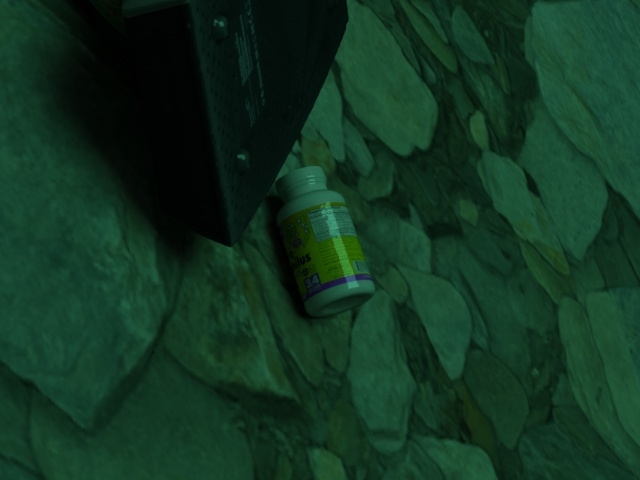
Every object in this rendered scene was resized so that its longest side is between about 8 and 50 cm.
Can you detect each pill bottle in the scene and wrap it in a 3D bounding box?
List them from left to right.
[{"bbox_3d":[0.000,0.000,1.146,0.043,0.043,0.083,2,64,-52],"label":"pill bottle"}]

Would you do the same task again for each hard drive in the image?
[{"bbox_3d":[-0.044,-0.131,1.112,0.254,0.054,0.172,-66,153,-51],"label":"hard drive"}]

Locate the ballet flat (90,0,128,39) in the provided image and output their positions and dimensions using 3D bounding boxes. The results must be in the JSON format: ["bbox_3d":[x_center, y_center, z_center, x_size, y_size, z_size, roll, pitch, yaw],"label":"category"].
[{"bbox_3d":[-0.119,-0.175,1.099,0.206,0.067,0.073,38,39,-30],"label":"ballet flat"}]
